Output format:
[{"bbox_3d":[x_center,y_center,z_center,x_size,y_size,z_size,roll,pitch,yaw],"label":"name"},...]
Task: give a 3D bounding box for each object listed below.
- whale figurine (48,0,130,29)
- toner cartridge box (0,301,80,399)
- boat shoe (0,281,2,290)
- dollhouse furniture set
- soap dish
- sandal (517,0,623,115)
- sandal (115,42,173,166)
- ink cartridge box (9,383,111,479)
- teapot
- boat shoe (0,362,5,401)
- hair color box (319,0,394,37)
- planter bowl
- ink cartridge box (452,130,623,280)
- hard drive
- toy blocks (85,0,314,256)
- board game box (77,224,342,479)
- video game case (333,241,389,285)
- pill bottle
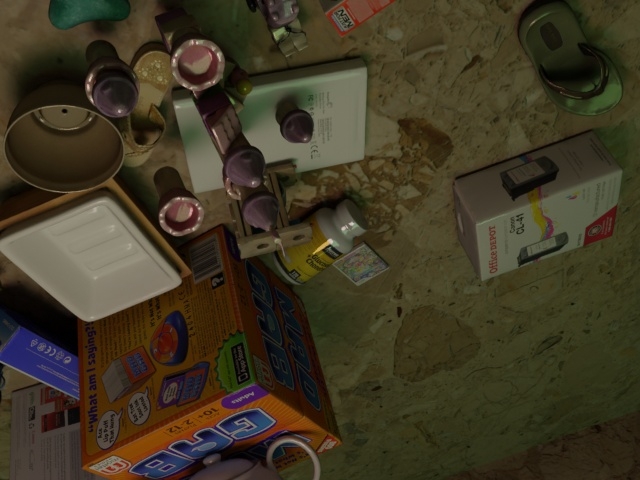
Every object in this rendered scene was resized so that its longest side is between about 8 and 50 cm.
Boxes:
[{"bbox_3d":[-0.295,-0.350,0.776,0.216,0.141,0.272,-12,142,-9],"label":"whale figurine"},{"bbox_3d":[-0.529,0.237,1.360,0.075,0.165,0.348,-56,141,-14],"label":"toner cartridge box"},{"bbox_3d":[-0.602,0.002,1.114,0.104,0.111,0.307,-10,151,-16],"label":"boat shoe"},{"bbox_3d":[-0.090,-0.028,1.217,0.128,0.130,0.184,-13,157,-7],"label":"dollhouse furniture set"},{"bbox_3d":[-0.390,0.004,1.179,0.228,0.118,0.291,-22,142,5],"label":"soap dish"},{"bbox_3d":[0.435,-0.293,1.179,0.120,0.086,0.302,-39,137,24],"label":"sandal"},{"bbox_3d":[-0.274,-0.178,1.038,0.088,0.079,0.240,6,136,-27],"label":"sandal"},{"bbox_3d":[-0.529,0.457,1.512,0.271,0.310,0.130,-16,142,-2],"label":"ink cartridge box"},{"bbox_3d":[-0.157,0.469,1.214,0.252,0.187,0.256,-24,172,37],"label":"teapot"},{"bbox_3d":[-0.686,0.265,1.385,0.088,0.109,0.258,-12,143,-13],"label":"boat shoe"},{"bbox_3d":[0.076,-0.368,0.942,0.167,0.093,0.053,-30,140,15],"label":"hair color box"},{"bbox_3d":[-0.372,-0.165,0.992,0.161,0.109,0.162,-12,142,-9],"label":"planter bowl"},{"bbox_3d":[0.448,-0.066,1.423,0.306,0.131,0.226,-21,142,1],"label":"ink cartridge box"},{"bbox_3d":[-0.076,-0.187,1.139,0.307,0.040,0.203,-12,141,-8],"label":"hard drive"},{"bbox_3d":[-0.115,-0.160,0.909,0.308,0.260,0.289,-26,131,-6],"label":"toy blocks"},{"bbox_3d":[-0.224,0.264,1.365,0.356,0.357,0.356,-27,141,11],"label":"board game box"},{"bbox_3d":[0.089,0.054,1.516,0.087,0.011,0.122,-31,140,15],"label":"video game case"},{"bbox_3d":[0.000,0.000,1.343,0.184,0.103,0.103,-36,138,21],"label":"pill bottle"}]
